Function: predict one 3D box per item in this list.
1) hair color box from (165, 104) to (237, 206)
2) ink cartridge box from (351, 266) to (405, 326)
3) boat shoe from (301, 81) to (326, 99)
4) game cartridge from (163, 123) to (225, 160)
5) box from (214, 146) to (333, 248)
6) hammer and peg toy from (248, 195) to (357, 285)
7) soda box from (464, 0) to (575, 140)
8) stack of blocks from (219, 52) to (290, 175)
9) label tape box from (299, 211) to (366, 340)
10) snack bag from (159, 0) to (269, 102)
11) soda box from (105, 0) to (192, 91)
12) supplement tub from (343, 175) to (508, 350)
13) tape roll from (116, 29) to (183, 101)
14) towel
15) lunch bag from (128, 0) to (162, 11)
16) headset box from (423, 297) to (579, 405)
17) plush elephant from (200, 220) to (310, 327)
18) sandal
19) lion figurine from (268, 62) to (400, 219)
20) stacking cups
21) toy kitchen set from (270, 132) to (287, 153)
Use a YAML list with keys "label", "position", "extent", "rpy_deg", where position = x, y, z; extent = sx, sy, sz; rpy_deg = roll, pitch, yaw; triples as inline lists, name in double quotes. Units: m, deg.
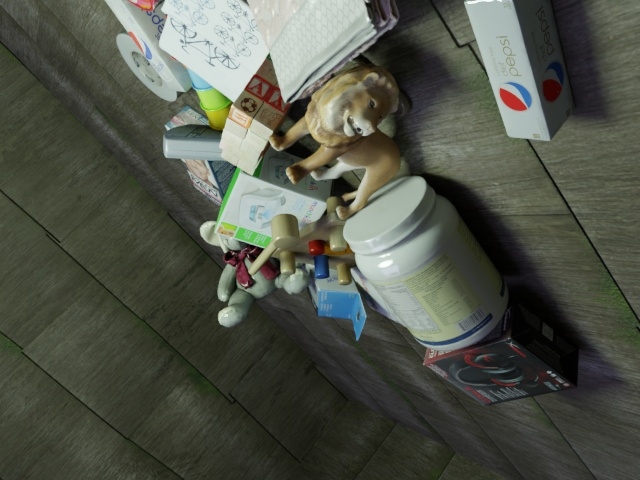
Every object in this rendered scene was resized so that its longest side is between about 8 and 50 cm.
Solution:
- label: "hair color box"
  position: [-0.363, -0.256, 1.854]
  extent: [0.174, 0.105, 0.347]
  rpy_deg: [34, 159, 21]
- label: "ink cartridge box"
  position: [0.246, 0.141, 1.521]
  extent: [0.289, 0.121, 0.211]
  rpy_deg: [26, 155, 38]
- label: "boat shoe"
  position: [-0.015, -0.311, 1.182]
  extent: [0.035, 0.035, 0.100]
  rpy_deg: [47, 154, -8]
- label: "game cartridge"
  position: [-0.295, -0.254, 1.465]
  extent: [0.196, 0.060, 0.294]
  rpy_deg: [7, -162, -4]
- label: "box"
  position: [-0.122, -0.101, 1.468]
  extent: [0.231, 0.126, 0.262]
  rpy_deg: [19, 142, -14]
- label: "hammer and peg toy"
  position: [0.000, 0.000, 1.346]
  extent: [0.362, 0.127, 0.266]
  rpy_deg: [13, 152, -37]
- label: "soda box"
  position: [0.264, -0.237, 0.744]
  extent: [0.069, 0.074, 0.216]
  rpy_deg: [19, 150, 48]
- label: "stack of blocks"
  position: [-0.130, -0.244, 1.184]
  extent: [0.087, 0.171, 0.297]
  rpy_deg: [31, 157, -8]
- label: "label tape box"
  position: [0.018, 0.119, 1.692]
  extent: [0.249, 0.115, 0.347]
  rpy_deg: [93, 159, -66]
- label: "snack bag"
  position: [-0.191, -0.396, 1.199]
  extent: [0.323, 0.037, 0.343]
  rpy_deg: [35, 156, -15]
- label: "soda box"
  position: [-0.399, -0.507, 1.394]
  extent: [0.091, 0.098, 0.286]
  rpy_deg: [21, 153, 46]
- label: "supplement tub"
  position: [0.220, 0.049, 1.199]
  extent: [0.324, 0.235, 0.235]
  rpy_deg: [50, 159, -23]
- label: "tape roll"
  position: [-0.452, -0.491, 1.567]
  extent: [0.219, 0.072, 0.219]
  rpy_deg: [36, 161, 15]
- label: "towel"
  position: [-0.036, -0.397, 0.837]
  extent: [0.332, 0.054, 0.316]
  rpy_deg: [-14, 97, 65]
- label: "lunch bag"
  position: [-0.382, -0.603, 1.117]
  extent: [0.258, 0.120, 0.293]
  rpy_deg: [39, 160, 6]
- label: "headset box"
  position: [0.403, 0.271, 1.325]
  extent: [0.218, 0.110, 0.293]
  rpy_deg: [36, 141, -18]
- label: "plush elephant"
  position: [-0.204, 0.036, 1.641]
  extent: [0.255, 0.272, 0.330]
  rpy_deg: [63, -175, -20]
- label: "sandal"
  position: [0.082, -0.278, 1.039]
  extent: [0.180, 0.049, 0.072]
  rpy_deg: [38, 162, 7]
- label: "lion figurine"
  position: [0.068, -0.177, 1.063]
  extent: [0.142, 0.240, 0.392]
  rpy_deg: [64, -165, 18]
- label: "stacking cups"
  position: [-0.280, -0.412, 1.386]
  extent: [0.096, 0.096, 0.316]
  rpy_deg: [30, 156, 30]
- label: "toy kitchen set"
  position: [-0.140, -0.256, 1.495]
  extent: [0.068, 0.083, 0.075]
  rpy_deg: [-98, -16, -46]
